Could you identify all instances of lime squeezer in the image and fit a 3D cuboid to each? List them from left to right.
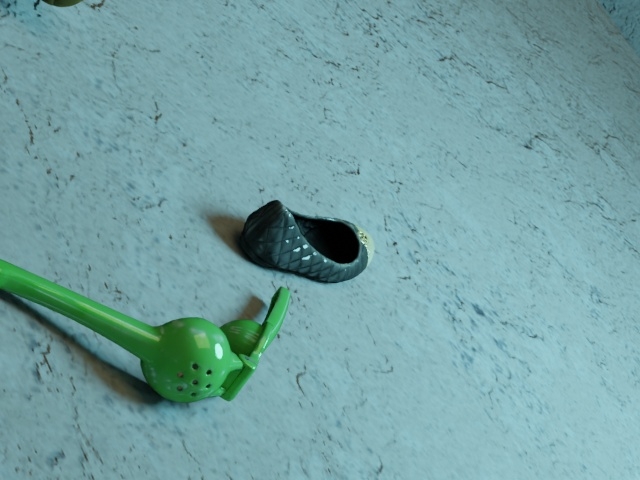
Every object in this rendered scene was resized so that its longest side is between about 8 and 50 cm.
[{"bbox_3d":[-0.084,0.065,1.076,0.110,0.058,0.310,27,11,32],"label":"lime squeezer"}]

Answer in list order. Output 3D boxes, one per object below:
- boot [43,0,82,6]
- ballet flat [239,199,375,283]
[{"bbox_3d":[-0.248,-0.286,1.235,0.213,0.077,0.165,50,10,-31],"label":"boot"},{"bbox_3d":[0.000,0.000,1.309,0.173,0.049,0.057,5,49,-59],"label":"ballet flat"}]
